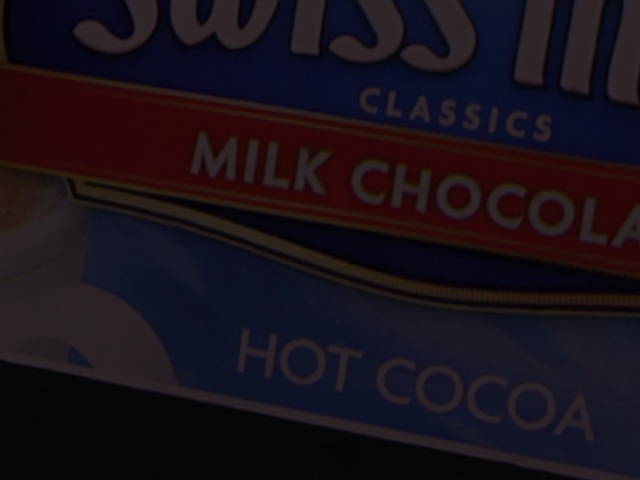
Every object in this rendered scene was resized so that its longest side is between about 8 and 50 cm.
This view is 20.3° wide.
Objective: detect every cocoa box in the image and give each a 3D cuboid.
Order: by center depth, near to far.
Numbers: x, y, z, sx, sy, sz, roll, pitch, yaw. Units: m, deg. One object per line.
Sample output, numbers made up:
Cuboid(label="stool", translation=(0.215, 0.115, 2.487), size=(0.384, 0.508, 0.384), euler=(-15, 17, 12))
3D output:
Cuboid(label="cocoa box", translation=(0.000, 0.000, 0.457), size=(0.347, 0.228, 0.231), euler=(10, 9, 14))
